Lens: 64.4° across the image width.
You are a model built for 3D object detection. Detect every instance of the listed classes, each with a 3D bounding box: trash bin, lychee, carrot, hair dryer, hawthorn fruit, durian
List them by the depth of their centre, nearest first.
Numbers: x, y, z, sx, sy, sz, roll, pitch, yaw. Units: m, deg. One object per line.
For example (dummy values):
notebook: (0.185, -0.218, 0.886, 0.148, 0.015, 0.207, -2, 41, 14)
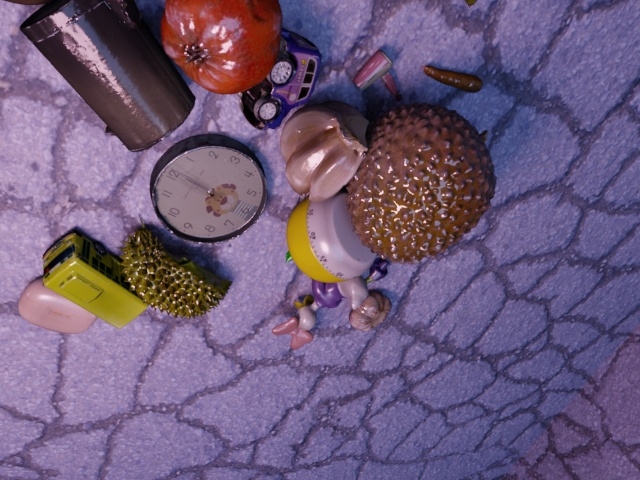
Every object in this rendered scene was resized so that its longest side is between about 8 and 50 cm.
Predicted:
hawthorn fruit: (-0.177, -0.439, 1.016, 0.271, 0.242, 0.241, -59, 135, -29)
trash bin: (-0.415, -0.358, 1.043, 0.252, 0.202, 0.301, -12, 133, 23)
lychee: (0.253, -0.147, 1.293, 0.380, 0.380, 0.432, 35, 81, -35)
hair dryer: (0.168, -0.411, 1.329, 0.154, 0.054, 0.106, 29, 114, -38)
carrot: (0.358, -0.442, 1.381, 0.191, 0.047, 0.047, 9, 120, -21)
durian: (-0.400, 0.103, 1.400, 0.157, 0.169, 0.355, -36, 128, 15)

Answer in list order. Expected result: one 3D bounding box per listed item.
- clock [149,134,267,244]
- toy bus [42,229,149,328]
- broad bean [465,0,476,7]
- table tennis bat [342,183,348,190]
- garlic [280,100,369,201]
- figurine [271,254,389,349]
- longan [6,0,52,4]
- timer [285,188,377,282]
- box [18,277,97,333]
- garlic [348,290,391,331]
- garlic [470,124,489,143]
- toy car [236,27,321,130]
clock: (-0.289, -0.126, 1.346, 0.313, 0.061, 0.312, -10, 127, -14)
toy bus: (-0.588, 0.108, 1.340, 0.128, 0.150, 0.262, -37, 130, 8)
broad bean: (0.301, -0.621, 1.229, 0.214, 0.048, 0.070, 4, 121, -26)
table tennis bat: (0.122, -0.176, 1.484, 0.124, 0.033, 0.201, -39, 125, 11)
garlic: (0.013, -0.225, 1.263, 0.210, 0.237, 0.292, -15, 171, -44)
figurine: (0.042, 0.174, 1.598, 0.421, 0.193, 0.154, -33, 132, 10)
longan: (-0.549, -0.523, 0.887, 0.197, 0.196, 0.220, -29, 128, 0)
timer: (0.000, 0.000, 1.446, 0.285, 0.285, 0.285, -10, 126, -14)
box: (-0.708, 0.180, 1.384, 0.200, 0.088, 0.146, 27, 110, -34)
garlic: (0.166, 0.240, 1.747, 0.159, 0.102, 0.147, -29, 136, -22)
garlic: (0.376, -0.282, 1.447, 0.194, 0.131, 0.127, 20, 82, -20)
toy car: (-0.100, -0.377, 1.184, 0.158, 0.172, 0.235, -4, 130, -36)
